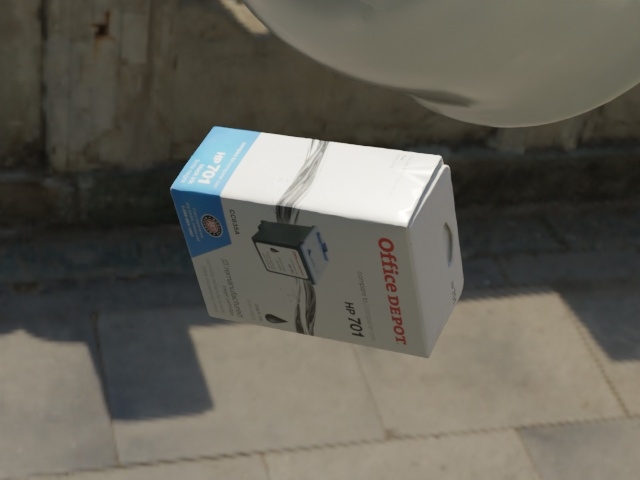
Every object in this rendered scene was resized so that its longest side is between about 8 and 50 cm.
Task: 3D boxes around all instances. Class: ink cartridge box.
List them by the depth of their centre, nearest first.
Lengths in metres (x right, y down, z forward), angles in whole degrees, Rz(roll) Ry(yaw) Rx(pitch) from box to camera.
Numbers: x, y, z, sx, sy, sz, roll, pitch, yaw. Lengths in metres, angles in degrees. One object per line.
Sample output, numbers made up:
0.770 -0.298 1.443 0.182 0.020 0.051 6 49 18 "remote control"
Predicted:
0.000 0.000 0.956 0.190 0.140 0.082 10 46 25 "ink cartridge box"

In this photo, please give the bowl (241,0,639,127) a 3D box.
0.021 -0.185 0.484 0.134 0.298 0.298 -11 41 -36 "bowl"
